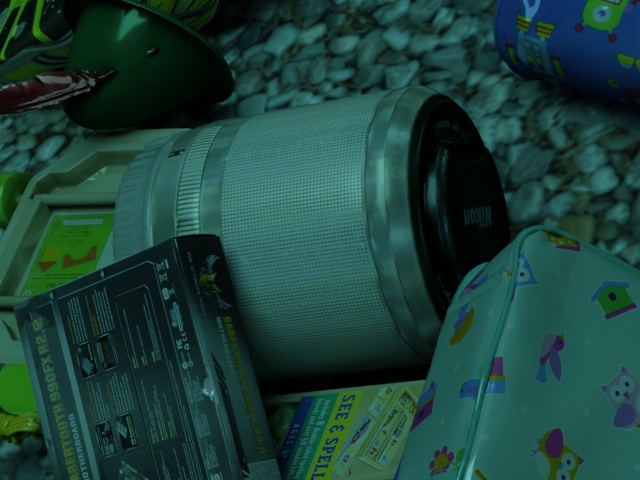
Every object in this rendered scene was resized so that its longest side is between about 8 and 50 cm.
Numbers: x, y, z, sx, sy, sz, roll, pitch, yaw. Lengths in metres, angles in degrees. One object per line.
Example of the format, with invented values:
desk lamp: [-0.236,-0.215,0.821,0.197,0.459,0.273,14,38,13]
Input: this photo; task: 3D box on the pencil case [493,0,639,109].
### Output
pencil case: [0.293,-0.170,1.635,0.306,0.119,0.133,18,86,39]

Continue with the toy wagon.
toy wagon: [-0.214,0.044,1.785,0.267,0.068,0.344,-1,54,30]

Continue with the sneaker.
sneaker: [-0.189,-0.244,1.975,0.385,0.147,0.145,-26,45,34]

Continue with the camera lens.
camera lens: [0.000,0.000,1.589,0.274,0.219,0.219,-9,50,24]

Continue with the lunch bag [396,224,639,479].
lunch bag: [0.178,0.150,1.373,0.108,0.224,0.279,-37,30,55]

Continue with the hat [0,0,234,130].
hat: [-0.211,-0.114,1.845,0.209,0.173,0.183,16,67,26]

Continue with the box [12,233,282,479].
box: [-0.130,0.131,1.500,0.183,0.056,0.231,-23,78,36]

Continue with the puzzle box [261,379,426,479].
puzzle box: [-0.032,0.288,1.432,0.272,0.052,0.409,-10,47,43]
